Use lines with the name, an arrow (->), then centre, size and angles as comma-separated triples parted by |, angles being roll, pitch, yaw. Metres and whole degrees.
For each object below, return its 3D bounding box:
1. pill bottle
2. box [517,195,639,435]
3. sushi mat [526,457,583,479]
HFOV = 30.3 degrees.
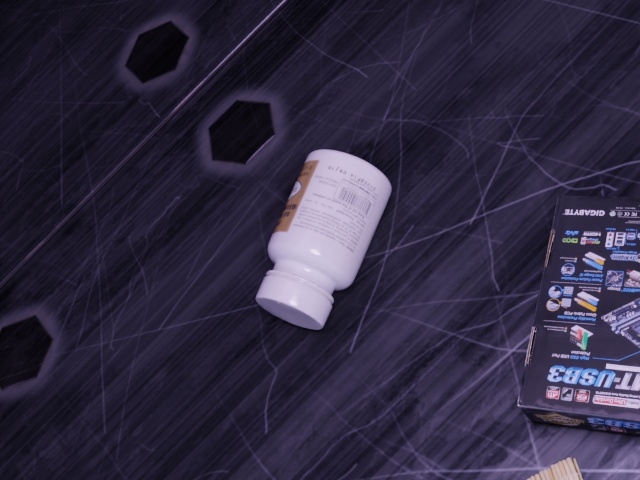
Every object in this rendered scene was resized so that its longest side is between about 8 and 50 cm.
pill bottle -> 0.000, 0.000, 1.650 | 0.131, 0.131, 0.229 | 13, 71, 32
box -> 0.409, 0.090, 1.427 | 0.295, 0.073, 0.293 | 2, 66, 28
sushi mat -> 0.274, 0.411, 1.314 | 0.151, 0.019, 0.317 | -41, 45, 30
